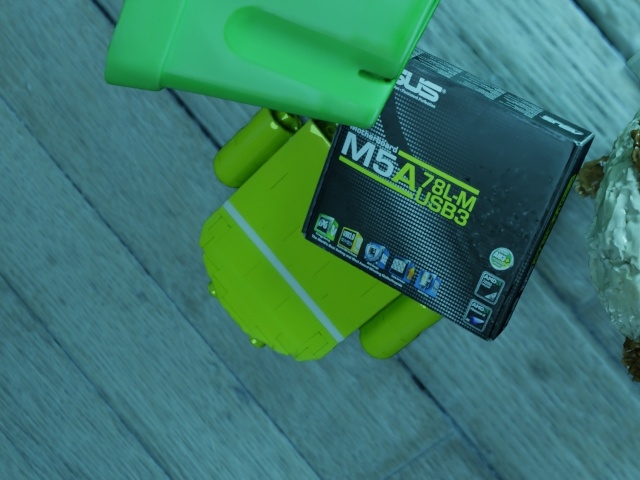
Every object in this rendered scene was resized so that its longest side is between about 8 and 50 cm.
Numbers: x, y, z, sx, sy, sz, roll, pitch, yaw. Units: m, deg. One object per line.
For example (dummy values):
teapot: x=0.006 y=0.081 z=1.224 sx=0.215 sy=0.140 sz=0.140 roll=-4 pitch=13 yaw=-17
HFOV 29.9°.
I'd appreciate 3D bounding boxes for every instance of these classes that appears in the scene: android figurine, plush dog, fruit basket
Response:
android figurine: x=0.000 y=0.000 z=1.079 sx=0.248 sy=0.056 sz=0.273 roll=48 pitch=123 yaw=3
plush dog: x=0.251 y=-0.021 z=0.824 sx=0.210 sy=0.225 sz=0.263 roll=2 pitch=111 yaw=29
fruit basket: x=-0.057 y=-0.288 z=0.802 sx=0.392 sy=0.392 sz=0.283 roll=35 pitch=123 yaw=13

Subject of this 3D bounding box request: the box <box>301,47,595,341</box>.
box: x=0.095 y=-0.042 z=0.957 sx=0.190 sy=0.045 sz=0.184 roll=30 pitch=121 yaw=18
